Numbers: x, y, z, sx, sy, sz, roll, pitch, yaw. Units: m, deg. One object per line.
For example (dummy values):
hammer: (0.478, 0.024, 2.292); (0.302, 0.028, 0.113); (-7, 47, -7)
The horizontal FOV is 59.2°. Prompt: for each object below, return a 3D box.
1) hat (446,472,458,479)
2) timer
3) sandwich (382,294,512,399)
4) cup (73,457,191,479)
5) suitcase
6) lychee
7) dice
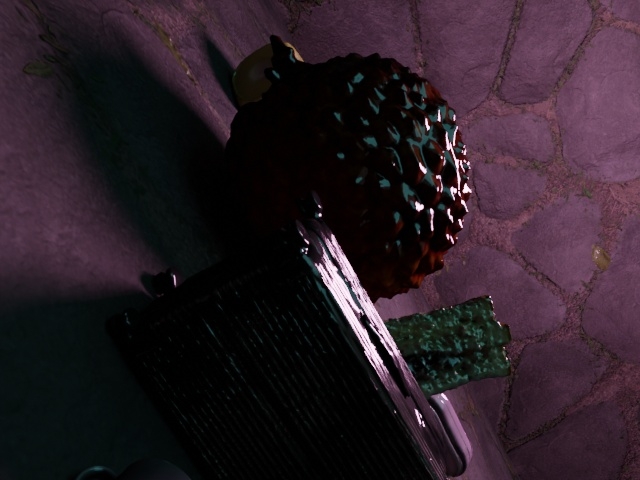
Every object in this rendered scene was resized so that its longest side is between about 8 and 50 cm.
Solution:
hat: (0.135, 0.403, 0.921); (0.265, 0.128, 0.265); (32, -15, 10)
timer: (0.182, 0.369, 1.089); (0.069, 0.190, 0.209); (-38, 103, -46)
sandwich: (0.092, 0.192, 0.862); (0.262, 0.325, 0.131); (135, -58, -69)
cup: (-0.149, 0.211, 0.419); (0.100, 0.078, 0.077); (31, 16, 9)
suitcase: (-0.027, 0.152, 0.616); (0.335, 0.229, 0.152); (60, 15, -12)
lychee: (0.035, -0.132, 0.980); (0.500, 0.424, 0.424); (64, 14, 5)
dice: (-0.103, -0.360, 1.375); (0.169, 0.169, 0.166); (44, 25, -52)
